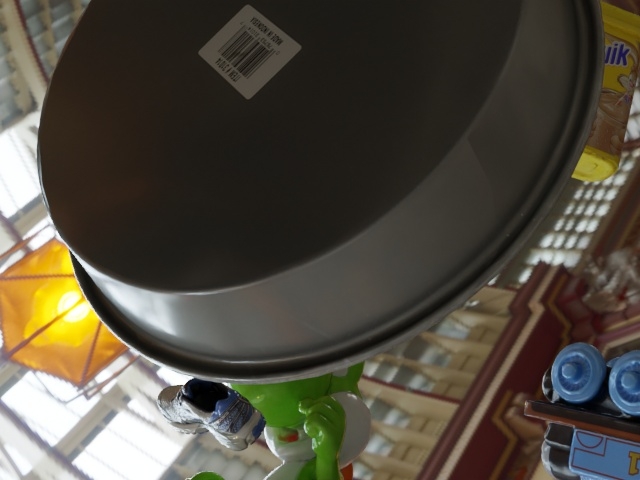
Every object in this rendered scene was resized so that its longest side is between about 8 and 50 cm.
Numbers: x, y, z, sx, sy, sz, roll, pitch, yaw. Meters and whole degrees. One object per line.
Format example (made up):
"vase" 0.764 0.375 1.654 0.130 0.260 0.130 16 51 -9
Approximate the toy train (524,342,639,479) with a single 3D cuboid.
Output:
"toy train" 0.216 0.128 0.593 0.080 0.184 0.105 19 -100 -36

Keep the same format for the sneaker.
"sneaker" -0.105 0.141 0.819 0.052 0.135 0.058 -49 -57 -31

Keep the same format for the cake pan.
"cake pan" -0.019 -0.079 0.437 0.054 0.293 0.293 45 -139 -51

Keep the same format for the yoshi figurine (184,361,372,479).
"yoshi figurine" -0.044 0.231 0.907 0.203 0.203 0.362 7 -125 5

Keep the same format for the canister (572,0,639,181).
"canister" 0.264 -0.158 0.949 0.126 0.073 0.170 19 -109 -4
